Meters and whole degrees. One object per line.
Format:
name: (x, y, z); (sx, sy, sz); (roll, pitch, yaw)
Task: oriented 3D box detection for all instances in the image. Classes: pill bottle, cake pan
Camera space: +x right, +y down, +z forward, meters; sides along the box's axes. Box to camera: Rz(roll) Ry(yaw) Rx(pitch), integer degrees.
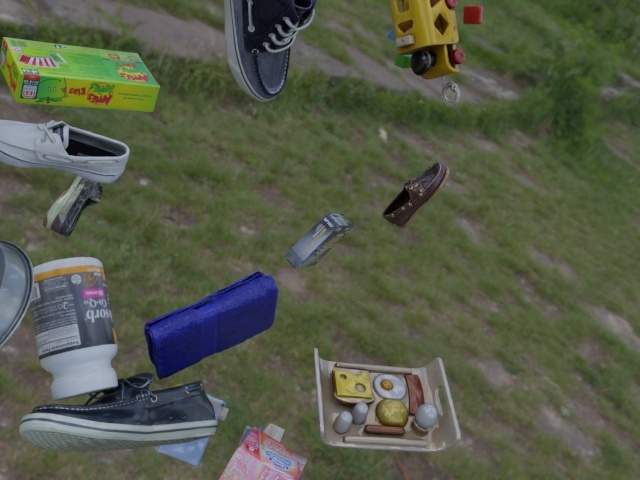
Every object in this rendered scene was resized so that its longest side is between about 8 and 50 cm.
pill bottle: (-0.519, 0.186, 1.524); (0.162, 0.162, 0.278); (-4, 76, -48)
cake pan: (-0.612, 0.101, 1.171); (0.293, 0.054, 0.293); (-9, 51, 11)

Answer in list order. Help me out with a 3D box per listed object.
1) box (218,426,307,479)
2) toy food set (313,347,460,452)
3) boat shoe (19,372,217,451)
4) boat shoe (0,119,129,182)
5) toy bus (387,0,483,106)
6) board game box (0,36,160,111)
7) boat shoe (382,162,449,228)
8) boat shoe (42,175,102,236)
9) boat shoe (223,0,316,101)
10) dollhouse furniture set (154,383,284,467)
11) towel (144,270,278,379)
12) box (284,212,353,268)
box: (-0.169, 0.569, 1.511); (0.142, 0.300, 0.154); (31, 6, 6)
toy food set: (0.136, 0.335, 1.567); (0.306, 0.092, 0.219); (8, 42, -13)
boat shoe: (-0.432, 0.376, 1.595); (0.500, 0.187, 0.156); (14, 61, -52)
boat shoe: (-0.490, -0.179, 1.339); (0.268, 0.088, 0.096); (17, 50, -26)
toy bus: (0.185, -0.368, 1.307); (0.104, 0.191, 0.202); (-14, 52, -36)
board game box: (-0.317, -0.217, 0.955); (0.181, 0.043, 0.092); (-3, 43, -38)
boat shoe: (0.242, -0.120, 1.846); (0.073, 0.207, 0.073); (29, 23, -23)
boat shoe: (-0.520, -0.103, 1.599); (0.073, 0.080, 0.223); (35, 68, -6)
boat shoe: (-0.080, -0.381, 1.276); (0.158, 0.340, 0.127); (27, 55, 32)
dollhouse furniture set: (-0.303, 0.558, 1.926); (0.303, 0.198, 0.286); (29, 64, -14)
towel: (-0.249, 0.189, 1.650); (0.308, 0.227, 0.076); (-22, 63, -22)
box: (0.000, 0.000, 2.168); (0.056, 0.183, 0.231); (46, 10, 9)
